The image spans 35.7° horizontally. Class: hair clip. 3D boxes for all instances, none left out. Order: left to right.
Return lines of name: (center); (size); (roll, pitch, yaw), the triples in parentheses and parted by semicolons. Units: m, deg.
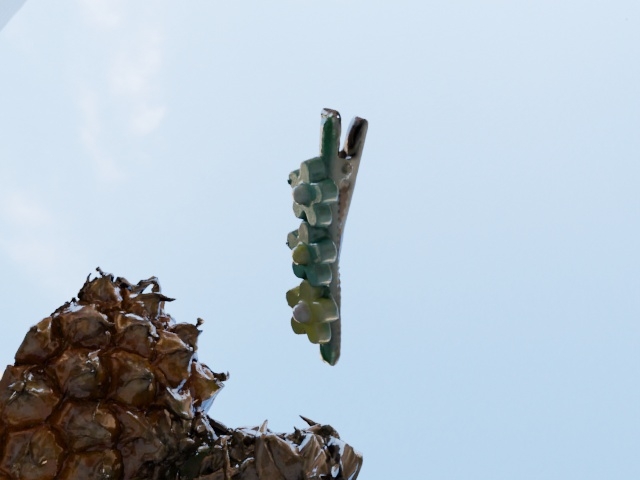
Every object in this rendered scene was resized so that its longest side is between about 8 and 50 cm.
hair clip: (-0.001, 0.000, 0.642); (0.049, 0.049, 0.173); (9, -74, 15)

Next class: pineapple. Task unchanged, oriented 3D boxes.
pineapple: (-0.083, 0.181, 0.733); (0.271, 0.262, 0.262); (19, -73, 24)

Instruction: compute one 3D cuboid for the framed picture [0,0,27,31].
framed picture: (-0.190, -0.039, 0.399); (0.014, 0.255, 0.339); (41, -86, -16)
